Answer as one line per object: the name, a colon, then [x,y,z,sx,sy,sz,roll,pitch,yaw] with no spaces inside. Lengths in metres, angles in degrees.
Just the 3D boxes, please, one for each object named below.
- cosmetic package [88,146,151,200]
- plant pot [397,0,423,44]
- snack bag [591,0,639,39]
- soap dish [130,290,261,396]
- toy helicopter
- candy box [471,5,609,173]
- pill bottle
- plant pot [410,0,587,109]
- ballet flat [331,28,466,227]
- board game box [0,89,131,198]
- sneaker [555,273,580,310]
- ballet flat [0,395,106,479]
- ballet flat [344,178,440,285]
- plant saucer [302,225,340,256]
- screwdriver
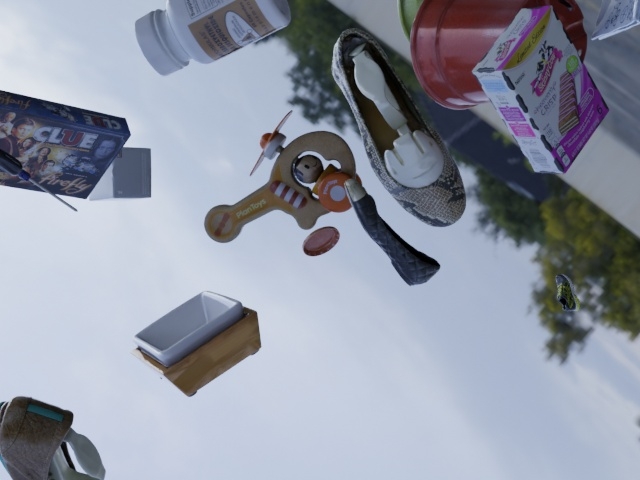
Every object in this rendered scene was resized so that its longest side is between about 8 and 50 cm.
cosmetic package: [-0.494,-0.160,2.439,0.107,0.127,0.238,-1,-177,-30]
plant pot: [0.362,-0.553,2.296,0.276,0.276,0.254,28,166,-34]
snack bag: [0.562,-0.532,1.750,0.037,0.342,0.323,14,-173,2]
soap dish: [-0.264,0.216,2.119,0.118,0.229,0.291,62,161,-15]
toy helicopter: [-0.097,-0.116,2.093,0.235,0.355,0.140,60,-170,-5]
candy box: [0.369,-0.246,1.647,0.071,0.159,0.233,9,145,54]
pill bottle: [-0.175,-0.357,1.596,0.131,0.229,0.131,58,-162,-30]
plant pot: [0.367,-0.392,1.988,0.272,0.272,0.265,28,173,-33]
ballet flat: [0.153,-0.248,2.132,0.482,0.164,0.182,62,-177,14]
board game box: [-0.445,-0.148,1.568,0.243,0.165,0.042,9,-134,-41]
sneaker: [0.487,0.104,1.985,0.035,0.031,0.083,-9,-121,-22]
ballet flat: [-0.355,0.333,1.373,0.124,0.342,0.116,3,-137,2]
ballet flat: [0.087,-0.014,1.255,0.173,0.049,0.057,50,-167,-22]
plant saucer: [0.000,0.000,2.033,0.083,0.083,0.013,21,-148,-50]
screwdriver: [-0.389,-0.078,1.365,0.170,0.024,0.025,43,-177,-44]
